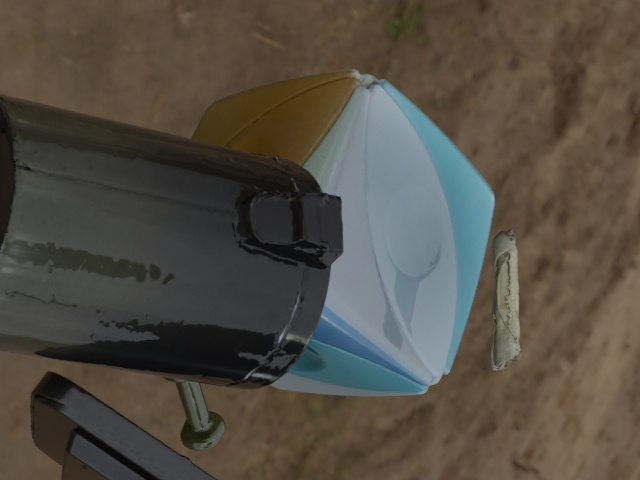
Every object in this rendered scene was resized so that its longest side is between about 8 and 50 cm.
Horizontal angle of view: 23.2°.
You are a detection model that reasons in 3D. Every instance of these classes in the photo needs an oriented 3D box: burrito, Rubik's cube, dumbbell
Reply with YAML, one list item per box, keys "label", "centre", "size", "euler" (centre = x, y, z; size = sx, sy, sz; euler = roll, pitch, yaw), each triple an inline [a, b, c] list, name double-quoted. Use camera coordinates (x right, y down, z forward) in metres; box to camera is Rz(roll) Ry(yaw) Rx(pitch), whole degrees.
- label: "burrito"
  centre: [0.242, 0.077, 2.050]
  size: [0.045, 0.041, 0.185]
  euler: [35, 53, -60]
- label: "Rubik's cube"
  centre: [0.000, 0.000, 2.181]
  size: [0.351, 0.347, 0.352]
  euler: [41, 58, -36]
- label: "dumbbell"
  centre: [-0.133, 0.163, 1.616]
  size: [0.052, 0.046, 0.118]
  euler: [-65, 150, -50]

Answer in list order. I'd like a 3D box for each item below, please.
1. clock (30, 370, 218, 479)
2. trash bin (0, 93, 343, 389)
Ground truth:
- label: "clock"
  centre: [-0.139, 0.230, 1.367]
  size: [0.049, 0.279, 0.273]
  euler: [-56, 178, -20]
- label: "trash bin"
  centre: [-0.166, 0.002, 1.263]
  size: [0.302, 0.252, 0.202]
  euler: [12, 66, -35]
